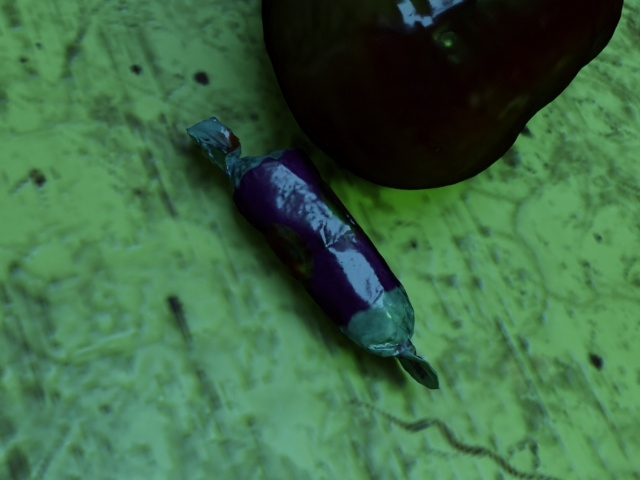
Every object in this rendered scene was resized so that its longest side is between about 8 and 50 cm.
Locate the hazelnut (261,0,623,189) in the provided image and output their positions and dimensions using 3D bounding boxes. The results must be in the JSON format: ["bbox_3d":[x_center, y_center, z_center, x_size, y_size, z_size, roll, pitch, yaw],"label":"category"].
[{"bbox_3d":[0.057,-0.120,0.471,0.178,0.178,0.204,20,65,-6],"label":"hazelnut"}]

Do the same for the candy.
[{"bbox_3d":[0.000,0.000,0.453,0.043,0.045,0.175,-41,80,5],"label":"candy"}]
